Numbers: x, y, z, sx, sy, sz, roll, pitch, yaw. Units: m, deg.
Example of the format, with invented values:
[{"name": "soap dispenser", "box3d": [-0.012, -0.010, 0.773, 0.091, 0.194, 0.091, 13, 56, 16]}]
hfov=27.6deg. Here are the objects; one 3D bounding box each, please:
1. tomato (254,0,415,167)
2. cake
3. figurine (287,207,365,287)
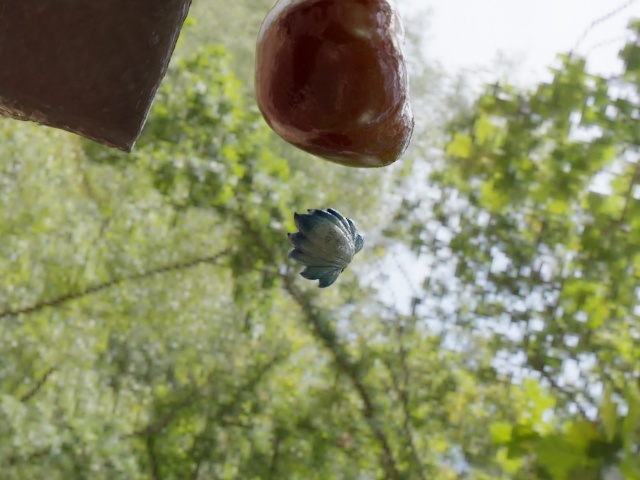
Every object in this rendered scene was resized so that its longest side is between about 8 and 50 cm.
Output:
[{"name": "tomato", "box3d": [0.017, -0.241, 1.894, 0.298, 0.226, 0.299, -6, 90, -84]}, {"name": "cake", "box3d": [-0.282, -0.279, 1.583, 0.237, 0.230, 0.309, -130, -118, -80]}, {"name": "figurine", "box3d": [0.000, 0.000, 1.791, 0.079, 0.114, 0.114, 144, -42, -78]}]
